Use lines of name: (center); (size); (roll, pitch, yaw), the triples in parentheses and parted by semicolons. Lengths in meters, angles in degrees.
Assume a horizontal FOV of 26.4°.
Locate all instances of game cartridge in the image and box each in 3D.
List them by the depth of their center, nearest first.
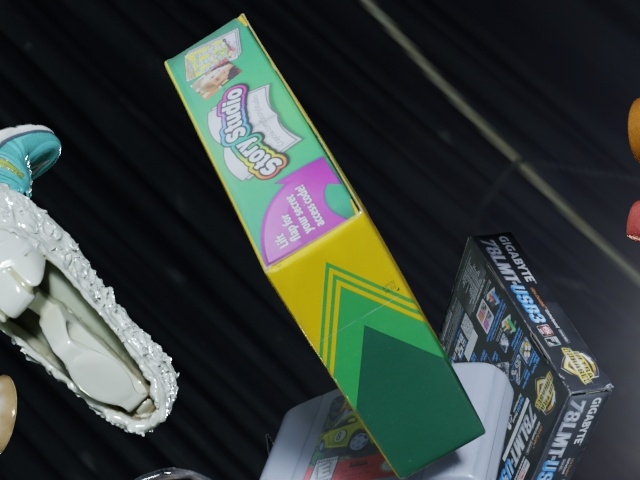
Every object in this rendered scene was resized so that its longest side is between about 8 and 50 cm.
game cartridge: (0.065, 0.228, 1.512); (0.294, 0.060, 0.196); (-17, -154, 28)

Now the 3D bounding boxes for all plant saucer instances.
plant saucer: (-0.327, 0.173, 1.353); (0.015, 0.083, 0.083); (16, 121, -36)

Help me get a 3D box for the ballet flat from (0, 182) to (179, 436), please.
ballet flat: (-0.313, 0.079, 1.593); (0.147, 0.409, 0.147); (-39, -161, 17)

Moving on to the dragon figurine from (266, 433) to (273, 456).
dragon figurine: (-0.031, 0.408, 1.930); (0.144, 0.289, 0.085); (-21, 136, 33)

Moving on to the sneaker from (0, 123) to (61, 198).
sneaker: (-0.440, -0.068, 1.867); (0.275, 0.110, 0.107); (-46, 158, -49)

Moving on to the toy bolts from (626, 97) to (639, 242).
toy bolts: (0.508, -0.077, 1.811); (0.218, 0.159, 0.228); (52, 48, -41)

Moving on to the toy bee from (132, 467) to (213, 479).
toy bee: (-0.098, 0.258, 0.637); (0.298, 0.195, 0.162); (-57, -166, -9)

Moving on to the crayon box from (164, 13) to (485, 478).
crayon box: (0.000, 0.000, 1.313); (0.106, 0.363, 0.313); (-29, 130, 0)

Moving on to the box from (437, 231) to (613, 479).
box: (0.247, 0.192, 1.798); (0.073, 0.293, 0.295); (-6, 132, -22)
